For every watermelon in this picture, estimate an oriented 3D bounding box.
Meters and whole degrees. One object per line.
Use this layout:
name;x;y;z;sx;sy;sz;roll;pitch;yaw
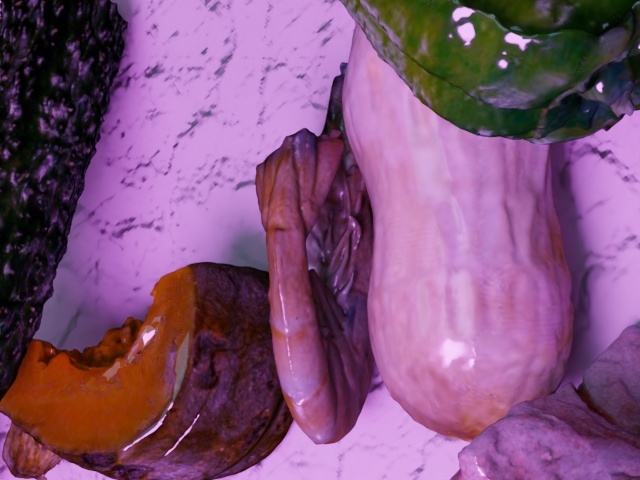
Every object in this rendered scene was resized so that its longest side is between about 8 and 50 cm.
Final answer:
watermelon;0.175;0.183;0.953;0.310;0.193;0.231;-12;98;37

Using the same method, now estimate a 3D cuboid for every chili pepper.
chili pepper;0.062;-0.215;0.932;0.213;0.167;0.385;-24;72;-20

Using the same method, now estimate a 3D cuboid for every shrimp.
shrimp;-0.007;0.000;1.064;0.059;0.145;0.254;-3;82;22

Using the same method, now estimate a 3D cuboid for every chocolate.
chocolate;0.085;-0.034;1.030;0.134;0.134;0.309;-13;77;27

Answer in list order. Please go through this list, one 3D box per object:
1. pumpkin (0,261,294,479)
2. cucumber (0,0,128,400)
pumpkin;-0.132;0.111;1.130;0.248;0.131;0.126;-22;73;26
cucumber;-0.203;-0.018;1.116;0.096;0.096;0.359;-14;48;26
